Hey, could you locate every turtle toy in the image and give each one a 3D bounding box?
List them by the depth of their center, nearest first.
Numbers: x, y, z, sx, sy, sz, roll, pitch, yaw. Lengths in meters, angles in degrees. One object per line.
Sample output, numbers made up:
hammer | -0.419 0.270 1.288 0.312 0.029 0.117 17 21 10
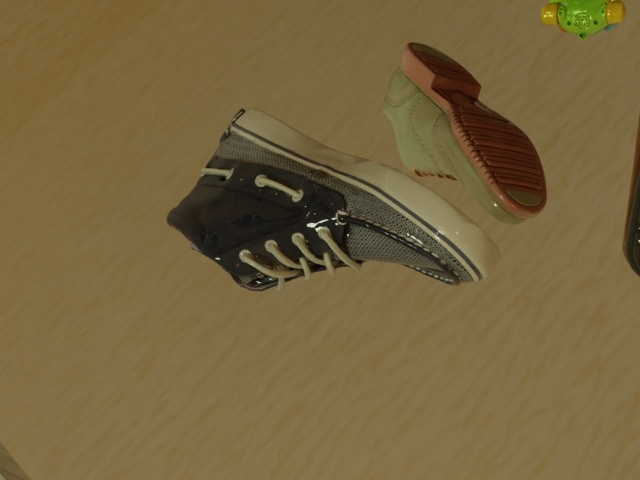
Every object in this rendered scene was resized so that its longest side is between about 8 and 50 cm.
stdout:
turtle toy | 0.309 -0.290 1.213 0.095 0.130 0.066 4 169 23

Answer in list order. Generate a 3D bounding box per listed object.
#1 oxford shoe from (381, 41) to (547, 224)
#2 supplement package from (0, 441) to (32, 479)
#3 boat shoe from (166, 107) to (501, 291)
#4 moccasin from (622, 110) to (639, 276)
oxford shoe | 0.206 -0.135 1.571 0.140 0.146 0.397 12 -146 -29
supplement package | -0.295 0.263 0.941 0.179 0.105 0.105 40 167 23
boat shoe | 0.000 0.000 1.007 0.340 0.158 0.127 28 166 41
moccasin | 0.332 -0.140 0.815 0.139 0.147 0.380 14 123 29
